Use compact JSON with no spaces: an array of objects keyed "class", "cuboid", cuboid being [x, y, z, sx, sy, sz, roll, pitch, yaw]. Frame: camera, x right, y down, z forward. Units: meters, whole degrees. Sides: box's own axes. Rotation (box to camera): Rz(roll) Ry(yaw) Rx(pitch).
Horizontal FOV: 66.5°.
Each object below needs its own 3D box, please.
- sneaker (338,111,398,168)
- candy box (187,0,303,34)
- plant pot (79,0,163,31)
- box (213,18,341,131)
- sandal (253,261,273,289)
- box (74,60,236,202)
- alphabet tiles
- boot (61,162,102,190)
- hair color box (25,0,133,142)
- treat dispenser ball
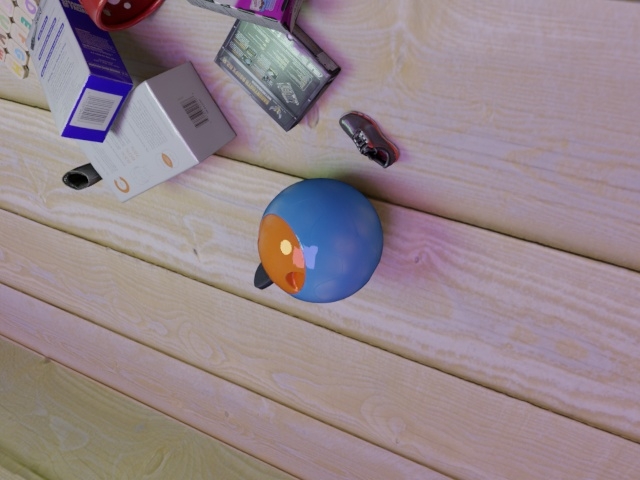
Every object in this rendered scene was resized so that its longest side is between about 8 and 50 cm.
[{"class":"sneaker","cuboid":[0.101,-0.216,1.056,0.158,0.065,0.061,38,133,-1]},{"class":"candy box","cuboid":[-0.141,-0.508,0.927,0.234,0.071,0.159,23,97,13]},{"class":"plant pot","cuboid":[-0.441,-0.570,1.020,0.191,0.191,0.174,-28,103,40]},{"class":"box","cuboid":[-0.097,-0.379,1.054,0.231,0.056,0.183,43,133,-4]},{"class":"sandal","cuboid":[-0.108,0.078,1.379,0.055,0.097,0.255,29,140,-30]},{"class":"box","cuboid":[-0.427,-0.266,1.248,0.346,0.168,0.215,-16,114,36]},{"class":"alphabet tiles","cuboid":[-0.852,-0.589,1.351,0.278,0.021,0.284,44,132,-7]},{"class":"boot","cuboid":[-0.640,-0.200,1.387,0.190,0.208,0.076,-6,120,33]},{"class":"hair color box","cuboid":[-0.568,-0.414,1.135,0.185,0.110,0.338,-45,65,30]},{"class":"treat dispenser ball","cuboid":[0.000,0.000,1.122,0.288,0.288,0.288,15,129,20]}]
